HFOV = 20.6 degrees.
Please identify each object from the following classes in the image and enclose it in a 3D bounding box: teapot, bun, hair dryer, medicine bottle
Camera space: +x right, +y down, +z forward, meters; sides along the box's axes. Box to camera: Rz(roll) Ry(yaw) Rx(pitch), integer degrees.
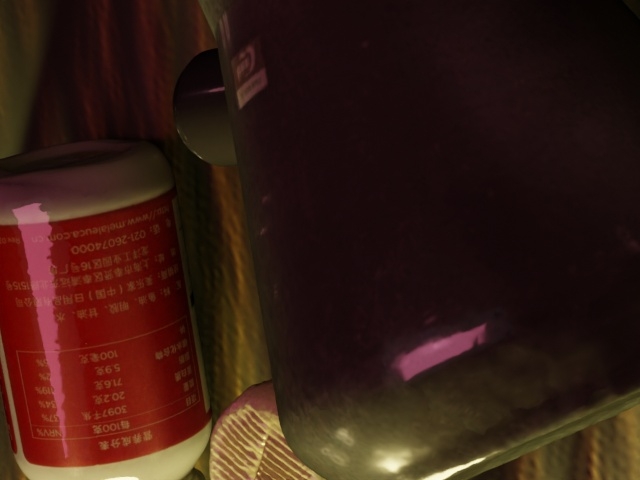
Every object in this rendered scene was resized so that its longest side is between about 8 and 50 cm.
[{"bbox_3d":[0.063,-0.078,0.804,0.300,0.253,0.344,-34,77,44],"label":"teapot"},{"bbox_3d":[-0.012,0.135,1.065,0.115,0.069,0.115,14,113,37],"label":"bun"},{"bbox_3d":[0.001,0.000,1.020,0.114,0.070,0.248,-4,111,42],"label":"hair dryer"},{"bbox_3d":[-0.140,0.067,1.113,0.131,0.131,0.250,4,108,41],"label":"medicine bottle"}]
